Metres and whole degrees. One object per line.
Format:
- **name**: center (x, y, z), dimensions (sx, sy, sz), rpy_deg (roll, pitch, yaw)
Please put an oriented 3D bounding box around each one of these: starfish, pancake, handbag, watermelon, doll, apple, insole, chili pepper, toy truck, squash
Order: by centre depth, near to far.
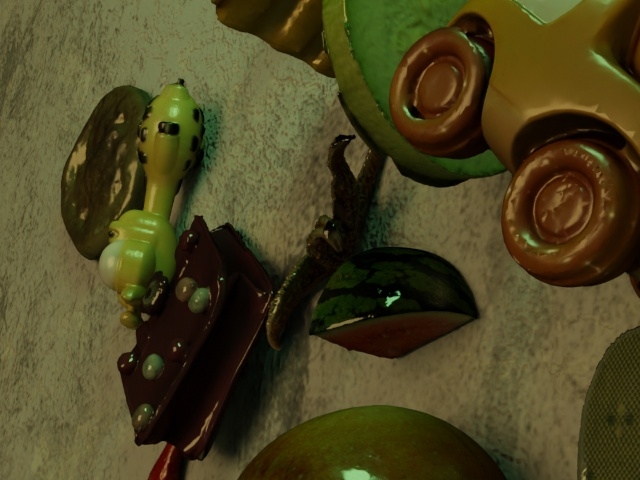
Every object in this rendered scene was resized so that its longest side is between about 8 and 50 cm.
- **toy truck**: center (0.202, -0.075, 0.664), dimensions (0.212, 0.204, 0.288), rpy_deg (-53, 46, 20)
- **insole**: center (0.205, 0.209, 0.693), dimensions (0.109, 0.007, 0.322), rpy_deg (-16, 61, 49)
- **apple**: center (0.045, 0.228, 0.750), dimensions (0.237, 0.207, 0.237), rpy_deg (7, 98, 53)
- **squash**: center (0.095, -0.153, 0.828), dimensions (0.041, 0.219, 0.219), rpy_deg (-8, 68, 51)
- **watermelon**: center (0.049, 0.061, 0.900), dimensions (0.125, 0.135, 0.094), rpy_deg (46, 146, 48)
- **starfish**: center (0.007, 0.003, 0.979), dimensions (0.213, 0.057, 0.238), rpy_deg (-57, -11, -38)
- **handbag**: center (-0.134, 0.091, 1.101), dimensions (0.203, 0.074, 0.216), rpy_deg (-62, 25, 10)
- **chili pepper**: center (-0.160, 0.248, 1.126), dimensions (0.045, 0.027, 0.178), rpy_deg (19, 86, 54)
- **doll**: center (-0.193, -0.041, 1.258), dimensions (0.117, 0.086, 0.291), rpy_deg (77, -155, -82)
- **pancake**: center (-0.290, -0.091, 1.433), dimensions (0.242, 0.050, 0.242), rpy_deg (-28, 52, 43)

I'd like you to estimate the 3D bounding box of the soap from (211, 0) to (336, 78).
- **soap**: center (0.059, -0.301, 0.957), dimensions (0.324, 0.204, 0.096), rpy_deg (-52, 37, 22)
